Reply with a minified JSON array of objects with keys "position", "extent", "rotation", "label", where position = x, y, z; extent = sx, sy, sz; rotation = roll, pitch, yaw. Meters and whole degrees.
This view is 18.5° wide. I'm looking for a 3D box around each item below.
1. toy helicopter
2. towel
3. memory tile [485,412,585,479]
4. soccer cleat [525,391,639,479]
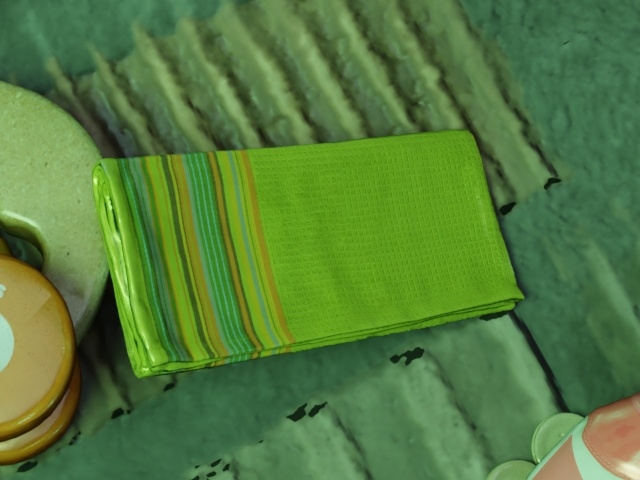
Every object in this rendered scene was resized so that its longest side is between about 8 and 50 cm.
[{"position":[-0.273,-0.015,0.910],"extent":[0.355,0.140,0.235],"rotation":[-1,79,-5],"label":"toy helicopter"},{"position":[0.000,0.000,0.954],"extent":[0.237,0.021,0.102],"rotation":[-8,81,-38],"label":"towel"},{"position":[0.139,0.170,1.001],"extent":[0.113,0.012,0.148],"rotation":[-44,88,-14],"label":"memory tile"},{"position":[0.201,0.189,0.969],"extent":[0.095,0.083,0.248],"rotation":[-34,89,11],"label":"soccer cleat"}]
